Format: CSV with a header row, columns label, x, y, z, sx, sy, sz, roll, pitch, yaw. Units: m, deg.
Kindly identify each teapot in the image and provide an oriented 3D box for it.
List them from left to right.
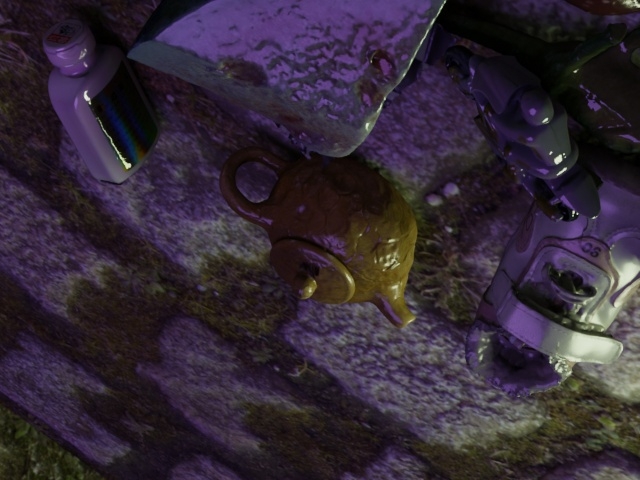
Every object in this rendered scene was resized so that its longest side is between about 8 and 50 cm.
label,x,y,z,sx,sy,sz,roll,pitch,yaw
teapot,0.000,0.000,2.093,0.311,0.167,0.203,36,150,-5

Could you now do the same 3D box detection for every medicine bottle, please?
label,x,y,z,sx,sy,sz,roll,pitch,yaw
medicine bottle,-0.288,-0.186,2.139,0.078,0.115,0.219,12,144,33

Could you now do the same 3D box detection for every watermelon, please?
label,x,y,z,sx,sy,sz,roll,pitch,yaw
watermelon,-0.004,-0.206,1.688,0.387,0.228,0.258,-9,117,28

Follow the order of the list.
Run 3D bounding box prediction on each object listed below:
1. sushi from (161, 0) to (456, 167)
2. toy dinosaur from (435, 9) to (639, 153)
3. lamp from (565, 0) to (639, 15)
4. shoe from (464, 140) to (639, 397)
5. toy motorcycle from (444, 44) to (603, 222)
label,x,y,z,sx,sy,sz,roll,pitch,yaw
sushi,-0.017,-0.255,1.833,0.290,0.050,0.264,45,133,-1
toy dinosaur,0.255,-0.145,1.733,0.447,0.087,0.301,51,145,-16
lamp,0.255,-0.280,1.496,0.157,0.156,0.135,14,118,-32
shoe,0.283,0.049,1.873,0.171,0.198,0.351,26,150,7
toy motorcycle,0.211,-0.112,1.687,0.225,0.073,0.152,53,168,-8
